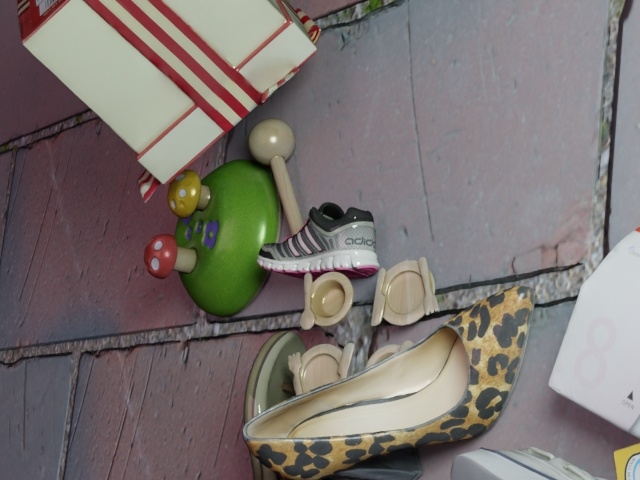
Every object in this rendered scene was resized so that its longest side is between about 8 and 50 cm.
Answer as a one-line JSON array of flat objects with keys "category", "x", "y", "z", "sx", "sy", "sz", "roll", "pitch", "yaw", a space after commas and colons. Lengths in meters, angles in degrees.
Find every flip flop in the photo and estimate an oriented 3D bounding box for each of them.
[{"category": "flip flop", "x": -0.023, "y": 0.220, "z": 1.586, "sx": 0.080, "sy": 0.112, "sz": 0.277, "roll": -11, "pitch": 55, "yaw": 18}]

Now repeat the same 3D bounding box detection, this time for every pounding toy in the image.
[{"category": "pounding toy", "x": -0.123, "y": -0.024, "z": 1.812, "sx": 0.237, "sy": 0.110, "sz": 0.183, "roll": -39, "pitch": 48, "yaw": 46}]

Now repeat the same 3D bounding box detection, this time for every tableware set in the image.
[{"category": "tableware set", "x": 0.038, "y": 0.089, "z": 1.550, "sx": 0.168, "sy": 0.020, "sz": 0.141, "roll": -8, "pitch": 68, "yaw": 33}]

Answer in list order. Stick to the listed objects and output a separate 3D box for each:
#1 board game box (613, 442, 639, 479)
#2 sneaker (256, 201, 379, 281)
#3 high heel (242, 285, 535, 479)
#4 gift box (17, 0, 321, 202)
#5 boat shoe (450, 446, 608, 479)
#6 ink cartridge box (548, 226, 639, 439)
[{"category": "board game box", "x": 0.339, "y": 0.204, "z": 0.991, "sx": 0.316, "sy": 0.064, "sz": 0.242, "roll": -27, "pitch": 56, "yaw": 38}, {"category": "sneaker", "x": 0.000, "y": 0.000, "z": 1.658, "sx": 0.170, "sy": 0.063, "sz": 0.075, "roll": -5, "pitch": 75, "yaw": 52}, {"category": "high heel", "x": 0.059, "y": 0.122, "z": 1.399, "sx": 0.261, "sy": 0.186, "sz": 0.093, "roll": -55, "pitch": 38, "yaw": 31}, {"category": "gift box", "x": -0.167, "y": -0.217, "z": 1.755, "sx": 0.255, "sy": 0.258, "sz": 0.276, "roll": -39, "pitch": 28, "yaw": 13}, {"category": "boat shoe", "x": 0.199, "y": 0.220, "z": 1.238, "sx": 0.267, "sy": 0.088, "sz": 0.096, "roll": -162, "pitch": 62, "yaw": -64}, {"category": "ink cartridge box", "x": 0.278, "y": 0.037, "z": 1.214, "sx": 0.189, "sy": 0.066, "sz": 0.232, "roll": 28, "pitch": 106, "yaw": 57}]
